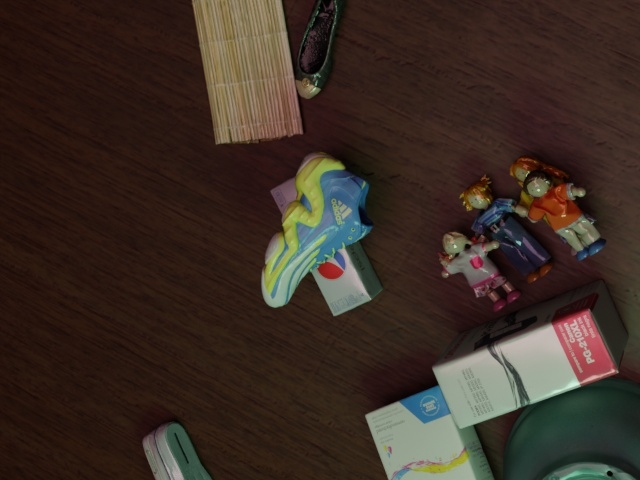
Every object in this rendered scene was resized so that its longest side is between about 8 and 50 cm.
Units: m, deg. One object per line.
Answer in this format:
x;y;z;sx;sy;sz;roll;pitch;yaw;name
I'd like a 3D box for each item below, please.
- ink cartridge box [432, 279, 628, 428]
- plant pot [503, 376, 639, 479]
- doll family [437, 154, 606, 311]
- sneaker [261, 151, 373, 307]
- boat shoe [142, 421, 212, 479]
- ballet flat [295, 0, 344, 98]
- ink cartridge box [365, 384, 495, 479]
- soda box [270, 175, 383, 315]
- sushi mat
0.294;0.157;1.507;0.237;0.172;0.100;-24;92;23;ink cartridge box
0.385;0.357;1.497;0.293;0.196;0.293;3;101;19;plant pot
0.281;-0.027;1.521;0.163;0.118;0.263;50;131;-2;doll family
0.000;0.000;1.545;0.126;0.091;0.240;21;106;13;sneaker
-0.229;0.417;1.816;0.076;0.083;0.226;-27;80;35;boat shoe
-0.007;-0.293;1.588;0.057;0.049;0.173;19;107;17;ballet flat
0.175;0.343;1.613;0.134;0.078;0.231;-26;76;23;ink cartridge box
0.011;-0.001;1.631;0.069;0.074;0.216;-26;92;23;soda box
-0.119;-0.305;1.645;0.151;0.019;0.316;-6;99;20;sushi mat
